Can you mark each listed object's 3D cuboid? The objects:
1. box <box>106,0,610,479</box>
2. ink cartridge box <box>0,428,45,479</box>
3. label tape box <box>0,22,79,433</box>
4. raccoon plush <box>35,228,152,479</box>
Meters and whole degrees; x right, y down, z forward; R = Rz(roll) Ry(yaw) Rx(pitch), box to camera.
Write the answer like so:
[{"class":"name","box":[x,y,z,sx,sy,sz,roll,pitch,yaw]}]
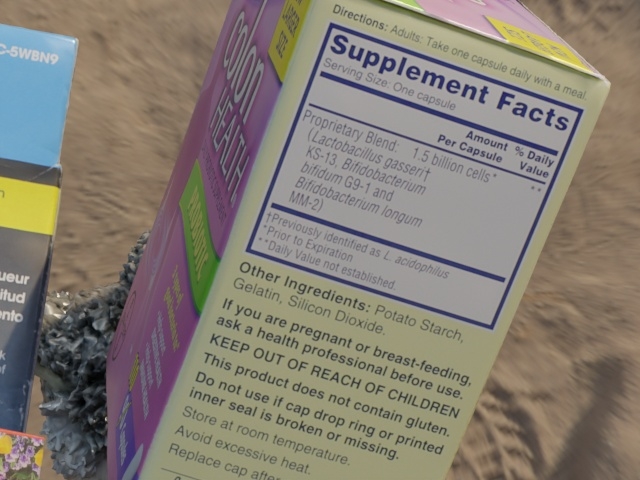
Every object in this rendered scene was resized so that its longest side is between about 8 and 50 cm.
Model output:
[{"class":"box","box":[0.000,0.000,0.816,0.117,0.213,0.243,18,106,-12]},{"class":"ink cartridge box","box":[-0.122,0.068,0.595,0.063,0.115,0.029,15,77,-30]},{"class":"label tape box","box":[-0.258,0.050,0.918,0.241,0.106,0.333,11,68,-11]},{"class":"raccoon plush","box":[-0.006,0.116,1.218,0.446,0.216,0.299,-19,96,40]}]
